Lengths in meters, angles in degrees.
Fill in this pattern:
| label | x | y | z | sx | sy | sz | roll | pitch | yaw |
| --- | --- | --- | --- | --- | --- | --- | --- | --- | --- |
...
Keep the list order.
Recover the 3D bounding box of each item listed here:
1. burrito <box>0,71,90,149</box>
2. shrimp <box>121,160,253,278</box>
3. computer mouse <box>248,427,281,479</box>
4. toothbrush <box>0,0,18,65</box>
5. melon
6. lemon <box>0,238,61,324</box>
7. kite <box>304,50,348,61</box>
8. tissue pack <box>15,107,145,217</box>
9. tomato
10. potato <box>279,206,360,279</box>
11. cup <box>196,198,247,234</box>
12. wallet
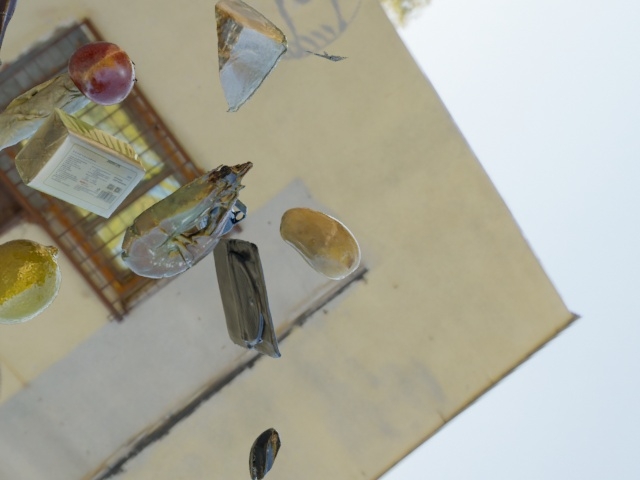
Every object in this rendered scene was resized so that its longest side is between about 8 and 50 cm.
| label | x | y | z | sx | sy | sz | roll | pitch | yaw |
| --- | --- | --- | --- | --- | --- | --- | --- | --- | --- |
| burrito | -0.719 | -0.365 | 2.116 | 0.392 | 0.117 | 0.076 | -35 | 171 | -15 |
| shrimp | -0.208 | -0.036 | 1.319 | 0.267 | 0.145 | 0.061 | -45 | -142 | -1 |
| computer mouse | -0.141 | 0.509 | 1.916 | 0.079 | 0.047 | 0.135 | -20 | -134 | 52 |
| toothbrush | -0.661 | -0.543 | 1.716 | 0.041 | 0.040 | 0.364 | -145 | -110 | -73 |
| melon | -0.120 | -0.316 | 1.330 | 0.139 | 0.203 | 0.093 | 1 | -176 | 21 |
| lemon | -0.714 | 0.097 | 1.887 | 0.186 | 0.187 | 0.244 | -14 | -149 | 52 |
| kite | 0.019 | -0.446 | 1.939 | 0.122 | 0.004 | 0.090 | 14 | -179 | 18 |
| tissue pack | -0.536 | -0.170 | 1.802 | 0.159 | 0.234 | 0.125 | -46 | -127 | 13 |
| tomato | -0.546 | -0.417 | 1.989 | 0.167 | 0.167 | 0.167 | -32 | -164 | 11 |
| potato | 0.000 | 0.000 | 2.049 | 0.146 | 0.234 | 0.150 | -47 | -179 | -16 |
| cup | -0.316 | -0.104 | 2.449 | 0.176 | 0.155 | 0.131 | -1 | -117 | 6 |
| wallet | -0.164 | 0.118 | 1.683 | 0.041 | 0.247 | 0.323 | -11 | -173 | -21 |
